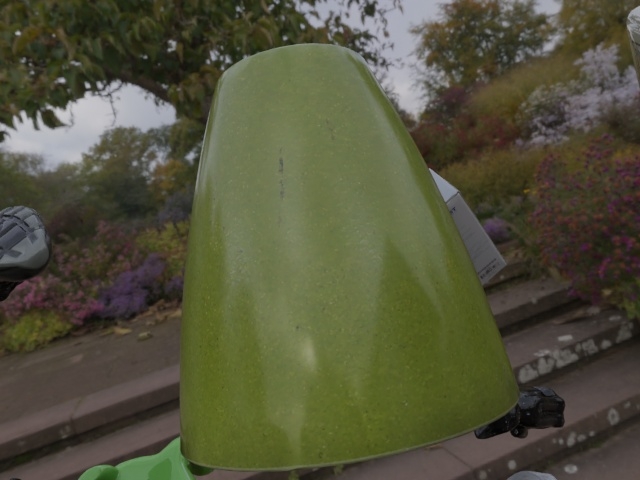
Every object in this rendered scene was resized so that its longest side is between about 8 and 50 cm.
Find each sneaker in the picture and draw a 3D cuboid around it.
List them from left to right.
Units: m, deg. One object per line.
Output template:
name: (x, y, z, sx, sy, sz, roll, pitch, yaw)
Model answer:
sneaker: (-0.399, 0.021, 0.677, 0.267, 0.106, 0.101, 6, 43, 38)

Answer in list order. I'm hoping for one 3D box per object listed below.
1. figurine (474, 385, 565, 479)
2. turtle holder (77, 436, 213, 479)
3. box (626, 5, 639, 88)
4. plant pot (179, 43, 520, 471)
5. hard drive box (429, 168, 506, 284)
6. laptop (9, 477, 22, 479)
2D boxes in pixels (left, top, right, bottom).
figurine: (0.280, 0.321, 0.801, 0.092, 0.215, 0.209, -8, -18, 42)
turtle holder: (-0.291, 0.485, 0.912, 0.243, 0.321, 0.228, -10, -44, 0)
box: (0.200, -0.009, 0.151, 0.121, 0.148, 0.311, -18, 21, 23)
plant pot: (0.000, 0.000, 0.467, 0.274, 0.294, 0.275, -9, -6, -1)
hard drive box: (0.198, 0.020, 0.961, 0.181, 0.232, 0.089, -42, 41, 5)
laptop: (-0.290, 0.437, 0.618, 0.264, 0.234, 0.136, 8, 48, 49)
